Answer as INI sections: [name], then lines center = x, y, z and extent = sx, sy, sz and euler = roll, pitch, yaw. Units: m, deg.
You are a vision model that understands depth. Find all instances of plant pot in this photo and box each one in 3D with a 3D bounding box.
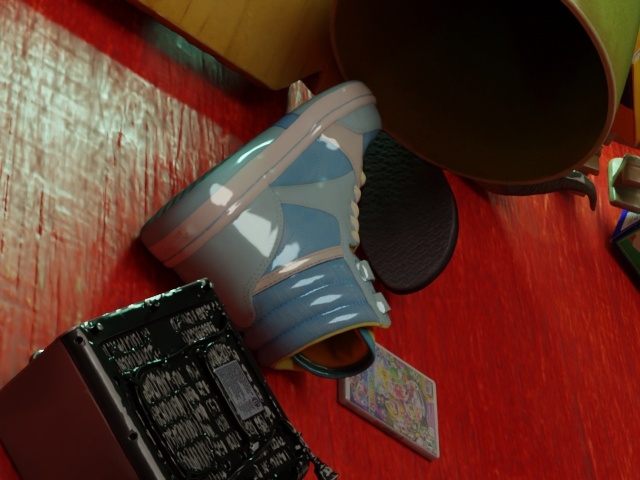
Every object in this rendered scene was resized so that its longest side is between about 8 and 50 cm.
[plant pot]
center = 0.196, -0.250, 1.432
extent = 0.275, 0.275, 0.293
euler = 46, 53, -16

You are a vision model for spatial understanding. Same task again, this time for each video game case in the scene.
[video game case]
center = 0.061, 0.135, 1.357
extent = 0.122, 0.011, 0.087
euler = 35, 37, -31

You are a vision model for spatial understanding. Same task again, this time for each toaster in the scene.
[toaster]
center = -0.105, 0.134, 1.028
extent = 0.186, 0.110, 0.168
euler = 59, 31, 6

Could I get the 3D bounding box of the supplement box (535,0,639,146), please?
[supplement box]
center = 0.268, -0.306, 1.679
extent = 0.356, 0.194, 0.195
euler = 40, -10, 25

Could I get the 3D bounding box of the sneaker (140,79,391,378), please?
[sneaker]
center = 0.000, 0.000, 1.293
extent = 0.208, 0.127, 0.319
euler = 52, 40, -3

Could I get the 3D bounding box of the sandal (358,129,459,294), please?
[sandal]
center = 0.082, -0.055, 1.495
extent = 0.054, 0.097, 0.254
euler = 61, 17, -52

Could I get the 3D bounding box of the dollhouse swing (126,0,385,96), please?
[dollhouse swing]
center = -0.135, -0.344, 1.486
extent = 0.347, 0.305, 0.315
euler = 31, 81, -36

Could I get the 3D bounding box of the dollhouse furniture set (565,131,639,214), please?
[dollhouse furniture set]
center = 0.335, -0.187, 1.856
extent = 0.242, 0.212, 0.161
euler = 18, 43, -9

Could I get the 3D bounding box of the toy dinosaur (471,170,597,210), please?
[toy dinosaur]
center = 0.191, -0.129, 1.694
extent = 0.313, 0.160, 0.121
euler = 50, -11, -33

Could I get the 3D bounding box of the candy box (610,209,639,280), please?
[candy box]
center = 0.535, 0.046, 1.996
extent = 0.317, 0.122, 0.268
euler = 51, 30, -6
